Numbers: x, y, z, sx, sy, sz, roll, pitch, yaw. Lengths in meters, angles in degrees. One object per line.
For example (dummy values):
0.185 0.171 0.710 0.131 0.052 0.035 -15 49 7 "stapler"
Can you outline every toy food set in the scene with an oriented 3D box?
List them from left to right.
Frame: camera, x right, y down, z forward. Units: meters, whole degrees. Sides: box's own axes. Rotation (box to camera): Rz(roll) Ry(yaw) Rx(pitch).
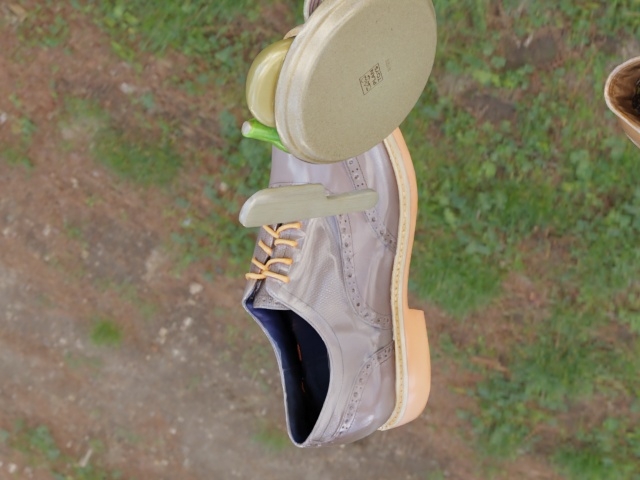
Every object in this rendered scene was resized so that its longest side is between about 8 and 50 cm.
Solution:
0.014 -0.102 0.636 0.038 0.132 0.192 40 120 34 "toy food set"

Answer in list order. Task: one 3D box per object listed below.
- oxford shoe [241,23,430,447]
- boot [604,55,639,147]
0.000 0.000 0.933 0.130 0.132 0.364 -4 100 53 "oxford shoe"
0.152 -0.050 0.404 0.197 0.152 0.073 12 104 54 "boot"
